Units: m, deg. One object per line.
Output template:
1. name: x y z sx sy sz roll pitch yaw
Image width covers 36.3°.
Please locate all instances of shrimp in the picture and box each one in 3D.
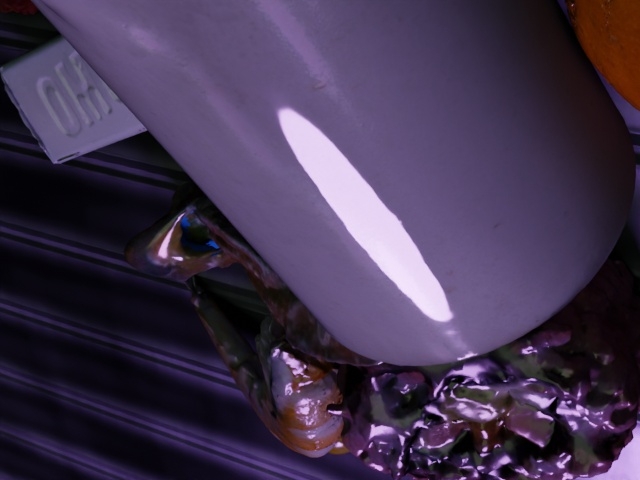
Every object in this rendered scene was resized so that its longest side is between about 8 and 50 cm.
1. shrimp: 0.000 0.000 0.829 0.445 0.221 0.110 -5 152 43
2. shrimp: -0.046 0.127 0.976 0.287 0.068 0.185 23 136 64

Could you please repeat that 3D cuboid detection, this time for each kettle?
1. kettle: 0.024 -0.168 0.576 0.250 0.361 0.377 7 152 39

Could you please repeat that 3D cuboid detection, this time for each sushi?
1. sushi: 0.150 0.115 0.830 0.270 0.171 0.237 -11 116 32

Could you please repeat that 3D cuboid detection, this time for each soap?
1. soap: -0.205 -0.151 0.925 0.198 0.063 0.115 -15 113 38

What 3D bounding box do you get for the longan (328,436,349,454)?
1. longan: 0.014 0.189 1.033 0.075 0.083 0.075 0 89 12

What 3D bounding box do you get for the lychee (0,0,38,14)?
1. lychee: -0.181 -0.289 0.672 0.276 0.275 0.304 54 171 -13

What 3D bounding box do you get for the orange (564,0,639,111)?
1. orange: 0.249 -0.161 0.517 0.240 0.240 0.240 17 130 21
